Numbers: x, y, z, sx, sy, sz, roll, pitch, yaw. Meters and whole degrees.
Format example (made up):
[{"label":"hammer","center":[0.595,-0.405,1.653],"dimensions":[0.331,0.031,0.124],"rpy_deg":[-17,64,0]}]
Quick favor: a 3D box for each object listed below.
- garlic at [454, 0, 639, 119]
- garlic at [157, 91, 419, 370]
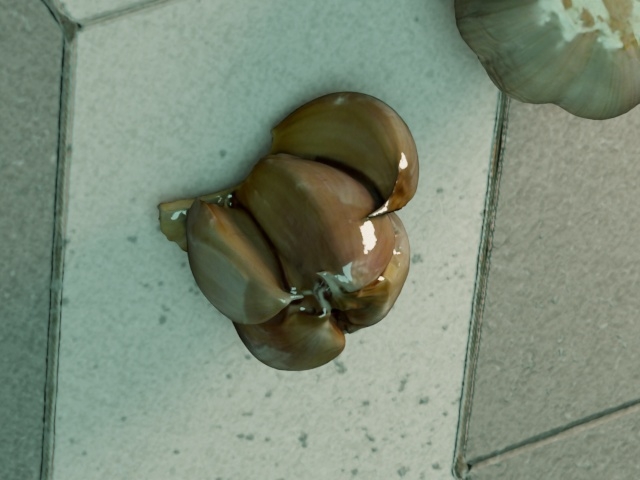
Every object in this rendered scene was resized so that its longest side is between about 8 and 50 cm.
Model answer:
[{"label":"garlic","center":[0.209,-0.209,1.464],"dimensions":[0.227,0.152,0.228],"rpy_deg":[0,101,-2]},{"label":"garlic","center":[0.000,0.000,1.472],"dimensions":[0.214,0.191,0.160],"rpy_deg":[-38,140,-15]}]
